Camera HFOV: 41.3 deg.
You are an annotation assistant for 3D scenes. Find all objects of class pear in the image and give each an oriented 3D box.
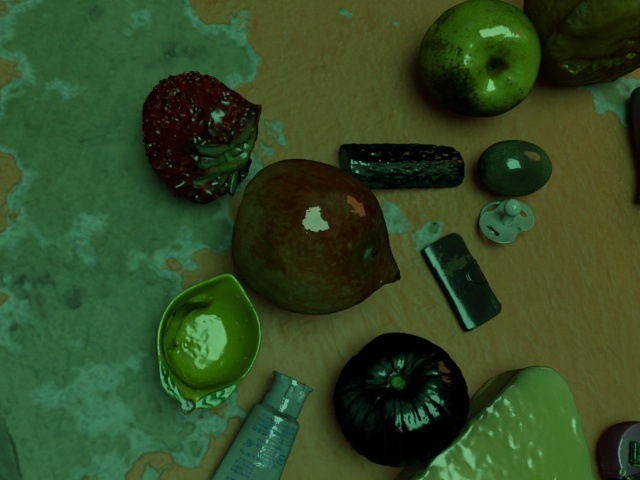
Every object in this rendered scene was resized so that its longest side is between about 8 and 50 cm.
[{"bbox_3d":[0.259,-0.303,1.402,0.198,0.197,0.197,4,76,-16],"label":"pear"}]

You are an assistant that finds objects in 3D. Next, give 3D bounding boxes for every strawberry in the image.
[{"bbox_3d":[-0.187,-0.161,1.245,0.201,0.187,0.184,40,92,25],"label":"strawberry"}]

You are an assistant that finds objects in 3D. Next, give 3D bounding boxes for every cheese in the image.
[{"bbox_3d":[0.299,0.421,1.278,0.384,0.104,0.383,4,76,-16],"label":"cheese"}]

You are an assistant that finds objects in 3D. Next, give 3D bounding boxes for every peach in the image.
[{"bbox_3d":[0.000,0.000,1.228,0.257,0.232,0.232,16,73,-2],"label":"peach"}]

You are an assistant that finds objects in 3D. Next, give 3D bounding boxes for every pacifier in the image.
[{"bbox_3d":[0.309,-0.043,1.409,0.099,0.078,0.081,-33,67,-20],"label":"pacifier"}]

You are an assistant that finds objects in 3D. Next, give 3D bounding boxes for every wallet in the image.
[{"bbox_3d":[0.232,0.066,1.389,0.082,0.018,0.156,-25,84,-21],"label":"wallet"}]

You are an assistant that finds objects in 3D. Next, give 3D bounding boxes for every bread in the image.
[{"bbox_3d":[0.442,-0.375,1.439,0.179,0.340,0.194,-22,75,18],"label":"bread"}]

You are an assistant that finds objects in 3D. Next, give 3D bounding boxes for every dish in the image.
[{"bbox_3d":[-0.168,0.149,1.218,0.149,0.080,0.207,24,70,-14],"label":"dish"}]

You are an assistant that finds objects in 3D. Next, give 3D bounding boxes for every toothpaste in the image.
[{"bbox_3d":[-0.103,0.334,1.205,0.114,0.073,0.299,28,78,-9],"label":"toothpaste"}]

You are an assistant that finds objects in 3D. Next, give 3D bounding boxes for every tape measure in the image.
[{"bbox_3d":[0.517,0.353,1.375,0.125,0.074,0.118,10,74,-16],"label":"tape measure"}]

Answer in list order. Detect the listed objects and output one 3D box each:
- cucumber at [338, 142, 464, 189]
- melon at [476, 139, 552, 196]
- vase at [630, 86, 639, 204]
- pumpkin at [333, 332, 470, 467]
[{"bbox_3d":[0.138,-0.125,1.383,0.212,0.062,0.077,-4,78,-17],"label":"cucumber"},{"bbox_3d":[0.324,-0.120,1.419,0.131,0.098,0.097,4,76,-20],"label":"melon"},{"bbox_3d":[0.601,-0.168,1.527,0.086,0.086,0.213,7,80,-15],"label":"vase"},{"bbox_3d":[0.118,0.233,1.239,0.202,0.140,0.201,-6,52,8],"label":"pumpkin"}]
